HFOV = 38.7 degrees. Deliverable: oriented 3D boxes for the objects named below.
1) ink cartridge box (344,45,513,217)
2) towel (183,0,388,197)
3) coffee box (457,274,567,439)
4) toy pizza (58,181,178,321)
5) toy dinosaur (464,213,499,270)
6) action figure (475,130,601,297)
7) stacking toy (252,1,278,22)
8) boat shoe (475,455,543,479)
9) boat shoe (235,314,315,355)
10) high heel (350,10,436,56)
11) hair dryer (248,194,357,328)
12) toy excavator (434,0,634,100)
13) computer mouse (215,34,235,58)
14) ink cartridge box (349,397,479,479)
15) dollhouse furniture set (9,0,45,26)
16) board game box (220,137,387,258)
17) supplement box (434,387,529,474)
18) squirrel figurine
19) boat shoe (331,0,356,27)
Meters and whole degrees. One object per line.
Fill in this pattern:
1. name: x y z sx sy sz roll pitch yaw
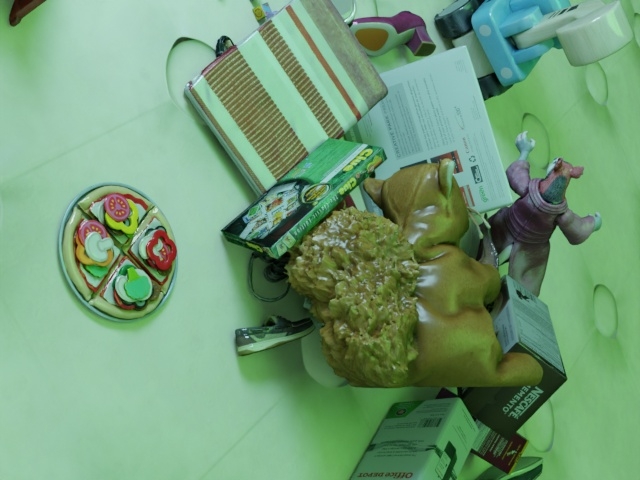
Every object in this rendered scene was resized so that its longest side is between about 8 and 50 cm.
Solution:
1. ink cartridge box: 0.197 -0.183 1.765 0.130 0.271 0.310 -36 109 -79
2. towel: -0.050 -0.252 1.537 0.329 0.037 0.237 -44 110 -25
3. coffee box: 0.349 0.212 1.720 0.118 0.168 0.297 36 22 -8
4. toy pizza: -0.275 0.014 1.282 0.201 0.032 0.201 17 67 -45
5. toy dinosaur: 0.270 0.101 1.734 0.127 0.296 0.200 35 10 -8
6. action figure: 0.413 -0.041 1.861 0.248 0.370 0.275 41 56 17
7. stacking toy: -0.095 -0.412 1.596 0.167 0.052 0.221 -39 108 -47
8. boat shoe: 0.368 0.498 1.819 0.254 0.095 0.079 -13 87 -48
9. boat shoe: -0.071 0.142 1.453 0.152 0.056 0.049 -16 90 -44
10. high heel: 0.128 -0.441 1.858 0.244 0.082 0.117 -4 53 -37
11. hair dryer: 0.000 0.000 1.559 0.223 0.080 0.294 36 54 -38
12. toy excavator: 0.474 -0.465 1.954 0.222 0.445 0.433 58 43 -19
13. computer mouse: -0.103 -0.239 1.544 0.242 0.041 0.071 59 44 -18
14. ink cartridge box: 0.162 0.377 1.579 0.087 0.153 0.208 59 44 -20
15. dollhouse furniture set: -0.336 -0.442 1.091 0.201 0.374 0.152 32 52 -37
16. board game box: -0.025 -0.073 1.450 0.259 0.136 0.030 -42 123 -24
17. supplement box: 0.301 0.368 1.759 0.188 0.104 0.081 36 82 -36
18. squirrel figurine: 0.139 0.049 1.470 0.396 0.281 0.371 7 80 -42
19. boat shoe: -0.016 -0.540 1.710 0.112 0.095 0.335 -13 84 -14
